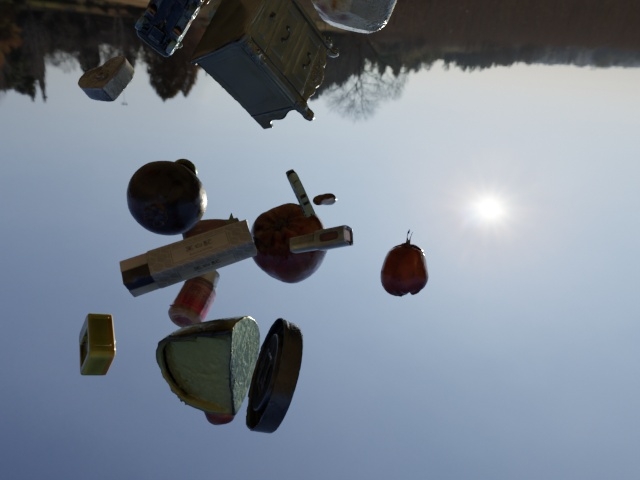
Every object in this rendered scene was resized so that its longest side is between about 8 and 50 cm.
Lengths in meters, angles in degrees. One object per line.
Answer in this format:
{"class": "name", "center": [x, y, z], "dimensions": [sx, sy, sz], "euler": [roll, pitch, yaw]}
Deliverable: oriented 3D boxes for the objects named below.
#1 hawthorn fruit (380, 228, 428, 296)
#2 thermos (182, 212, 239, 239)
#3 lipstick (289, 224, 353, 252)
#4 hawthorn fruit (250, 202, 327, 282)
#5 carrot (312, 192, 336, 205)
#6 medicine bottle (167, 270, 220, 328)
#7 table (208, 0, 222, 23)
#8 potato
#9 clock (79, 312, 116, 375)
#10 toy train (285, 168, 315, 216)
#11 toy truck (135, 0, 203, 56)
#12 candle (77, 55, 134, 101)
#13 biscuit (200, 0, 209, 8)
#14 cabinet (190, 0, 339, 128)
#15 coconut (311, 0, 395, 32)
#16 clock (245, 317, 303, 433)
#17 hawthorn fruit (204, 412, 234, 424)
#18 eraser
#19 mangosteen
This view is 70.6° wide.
{"class": "hawthorn fruit", "center": [0.366, 0.098, 1.959], "dimensions": [0.212, 0.298, 0.211], "euler": [1, -173, 0]}
{"class": "thermos", "center": [-0.492, -0.023, 2.088], "dimensions": [0.265, 0.176, 0.146], "euler": [-13, -178, -21]}
{"class": "lipstick", "center": [0.000, 0.000, 1.762], "dimensions": [0.253, 0.078, 0.077], "euler": [-10, 164, 31]}
{"class": "hawthorn fruit", "center": [-0.143, 0.038, 2.210], "dimensions": [0.403, 0.402, 0.402], "euler": [2, -155, -1]}
{"class": "carrot", "center": [0.018, -0.195, 2.138], "dimensions": [0.060, 0.060, 0.186], "euler": [16, -167, 27]}
{"class": "medicine bottle", "center": [-0.493, 0.223, 1.802], "dimensions": [0.147, 0.147, 0.247], "euler": [9, -133, 13]}
{"class": "table", "center": [-0.340, -0.906, 1.770], "dimensions": [0.167, 0.166, 0.198], "euler": [5, -116, 5]}
{"class": "potato", "center": [-0.369, 0.375, 1.506], "dimensions": [0.280, 0.330, 0.213], "euler": [6, -160, 14]}
{"class": "clock", "center": [-0.804, 0.373, 1.629], "dimensions": [0.096, 0.143, 0.202], "euler": [9, -145, -36]}
{"class": "toy train", "center": [-0.084, -0.196, 1.868], "dimensions": [0.043, 0.207, 0.047], "euler": [-30, -162, -15]}
{"class": "toy truck", "center": [-0.440, -0.735, 1.402], "dimensions": [0.136, 0.305, 0.162], "euler": [37, -138, -19]}
{"class": "candle", "center": [-0.731, -0.542, 1.549], "dimensions": [0.192, 0.068, 0.168], "euler": [-28, -126, 3]}
{"class": "biscuit", "center": [-0.441, -0.877, 1.557], "dimensions": [0.262, 0.261, 0.037], "euler": [19, 167, 31]}
{"class": "cabinet", "center": [-0.144, -0.541, 1.322], "dimensions": [0.228, 0.318, 0.289], "euler": [-2, -120, 40]}
{"class": "coconut", "center": [0.108, -0.997, 1.712], "dimensions": [0.416, 0.415, 0.344], "euler": [6, -138, 8]}
{"class": "clock", "center": [-0.117, 0.336, 1.135], "dimensions": [0.056, 0.280, 0.280], "euler": [19, -159, -14]}
{"class": "hawthorn fruit", "center": [-0.352, 0.577, 1.588], "dimensions": [0.125, 0.140, 0.125], "euler": [-12, -163, 4]}
{"class": "eraser", "center": [-0.405, 0.054, 1.417], "dimensions": [0.404, 0.098, 0.096], "euler": [-20, -122, -10]}
{"class": "mangosteen", "center": [-0.603, -0.184, 1.823], "dimensions": [0.306, 0.305, 0.359], "euler": [4, -148, 3]}
